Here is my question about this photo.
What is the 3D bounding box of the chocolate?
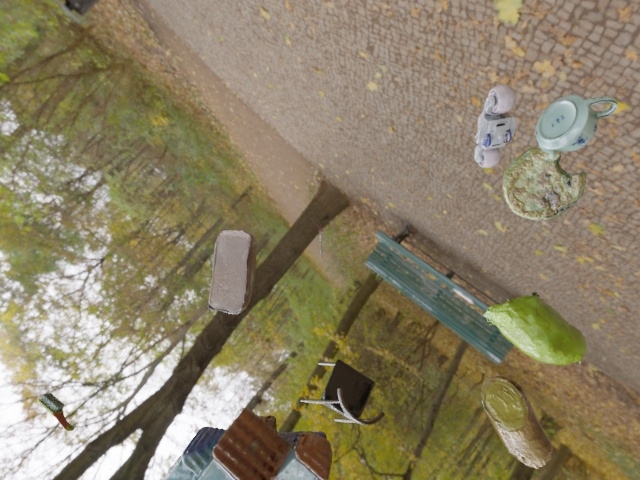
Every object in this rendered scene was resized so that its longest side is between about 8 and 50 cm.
[{"bbox_3d":[-0.255,0.094,1.275,0.161,0.261,0.083,10,-178,34],"label":"chocolate"}]

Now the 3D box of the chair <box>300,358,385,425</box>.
[{"bbox_3d":[0.088,0.519,1.412,0.188,0.166,0.272,36,153,-15],"label":"chair"}]

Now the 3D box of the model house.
[{"bbox_3d":[-0.114,0.453,0.843,0.295,0.329,0.252,38,-167,5],"label":"model house"}]

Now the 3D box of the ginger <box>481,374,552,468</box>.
[{"bbox_3d":[0.585,0.541,1.241,0.221,0.130,0.276,49,-158,-28],"label":"ginger"}]

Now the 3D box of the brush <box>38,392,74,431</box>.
[{"bbox_3d":[-0.422,0.276,0.668,0.083,0.021,0.019,31,-178,22],"label":"brush"}]

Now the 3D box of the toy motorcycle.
[{"bbox_3d":[0.479,-0.319,1.161,0.112,0.112,0.254,36,152,33],"label":"toy motorcycle"}]

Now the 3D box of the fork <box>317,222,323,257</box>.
[{"bbox_3d":[0.001,0.000,1.297,0.012,0.016,0.115,23,122,56],"label":"fork"}]

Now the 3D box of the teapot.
[{"bbox_3d":[0.740,-0.332,1.214,0.159,0.159,0.232,40,138,-3],"label":"teapot"}]

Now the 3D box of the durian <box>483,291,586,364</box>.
[{"bbox_3d":[0.822,0.327,1.550,0.340,0.256,0.204,50,139,33],"label":"durian"}]

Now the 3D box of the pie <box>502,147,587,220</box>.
[{"bbox_3d":[0.863,-0.221,1.628,0.302,0.302,0.067,37,-147,27],"label":"pie"}]
